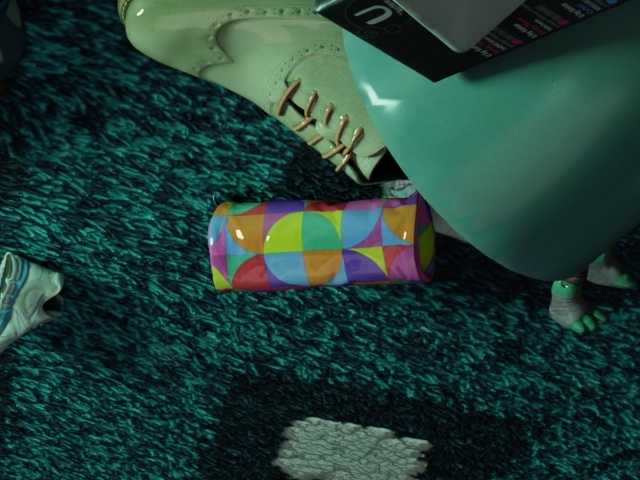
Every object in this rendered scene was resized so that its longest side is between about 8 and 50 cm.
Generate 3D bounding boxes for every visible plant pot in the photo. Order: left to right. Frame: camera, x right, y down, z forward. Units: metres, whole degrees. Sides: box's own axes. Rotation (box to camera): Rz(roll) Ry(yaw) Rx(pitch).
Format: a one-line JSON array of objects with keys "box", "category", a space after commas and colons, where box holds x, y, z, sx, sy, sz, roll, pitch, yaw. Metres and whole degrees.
[{"box": [0.200, -0.153, 1.374, 0.293, 0.293, 0.235, 30, 129, -33], "category": "plant pot"}]

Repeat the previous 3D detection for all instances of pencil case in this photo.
[{"box": [0.000, 0.000, 1.835, 0.236, 0.104, 0.104, -1, 148, 16], "category": "pencil case"}]

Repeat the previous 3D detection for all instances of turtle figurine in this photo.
[{"box": [0.257, -0.038, 1.701, 0.118, 0.175, 0.234, 35, 143, 40], "category": "turtle figurine"}]

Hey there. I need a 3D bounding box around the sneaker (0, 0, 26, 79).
[{"box": [-0.307, -0.232, 1.480, 0.131, 0.112, 0.319, 5, 153, 29], "category": "sneaker"}]

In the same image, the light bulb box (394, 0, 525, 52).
[{"box": [0.000, -0.355, 0.940, 0.225, 0.361, 0.358, -40, 130, 18], "category": "light bulb box"}]

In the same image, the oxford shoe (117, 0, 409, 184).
[{"box": [0.016, -0.135, 1.555, 0.397, 0.146, 0.140, 12, 149, -8], "category": "oxford shoe"}]

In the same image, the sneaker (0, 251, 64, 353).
[{"box": [-0.337, 0.084, 2.069, 0.083, 0.071, 0.191, 11, 149, -17], "category": "sneaker"}]

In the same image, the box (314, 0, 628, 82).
[{"box": [0.135, -0.239, 1.182, 0.270, 0.165, 0.143, -21, 151, 34], "category": "box"}]

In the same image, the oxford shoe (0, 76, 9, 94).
[{"box": [-0.384, -0.124, 1.724, 0.227, 0.083, 0.096, -15, 153, 38], "category": "oxford shoe"}]
